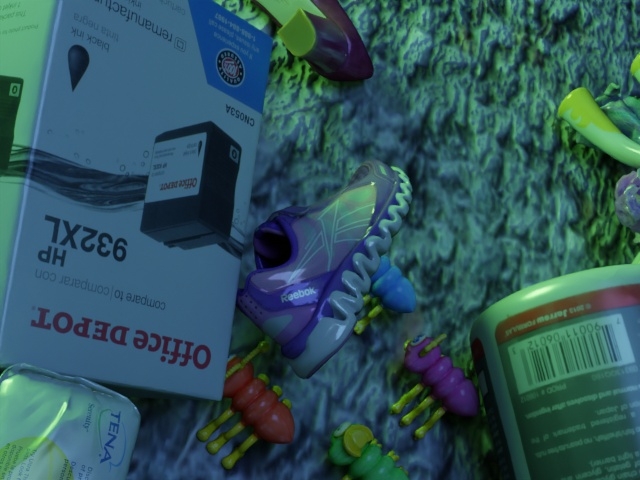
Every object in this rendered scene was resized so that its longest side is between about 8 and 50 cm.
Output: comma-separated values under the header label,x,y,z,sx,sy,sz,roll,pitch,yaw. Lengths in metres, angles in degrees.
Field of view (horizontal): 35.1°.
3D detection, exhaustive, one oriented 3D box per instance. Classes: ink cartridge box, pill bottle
label,x,y,z,sx,sy,sz,roll,pitch,yaw
ink cartridge box,-0.167,-0.044,0.760,0.223,0.129,0.307,22,71,-52
pill bottle,0.267,0.220,0.871,0.210,0.210,0.362,0,67,-26

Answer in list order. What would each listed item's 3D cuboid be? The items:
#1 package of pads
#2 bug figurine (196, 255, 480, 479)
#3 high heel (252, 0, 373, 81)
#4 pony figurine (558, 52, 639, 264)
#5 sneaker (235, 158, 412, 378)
label,x,y,z,sx,sy,sz,roll,pitch,yaw
package of pads,-0.211,0.246,0.620,0.101,0.229,0.296,20,55,-14
bug figurine,0.034,0.119,0.906,0.216,0.072,0.279,45,53,3
high heel,-0.022,-0.277,1.118,0.117,0.082,0.244,13,39,-52
pony figurine,0.414,-0.076,1.068,0.303,0.351,0.363,-5,46,-32
sneaker,0.000,0.000,0.862,0.105,0.095,0.236,33,48,-6
